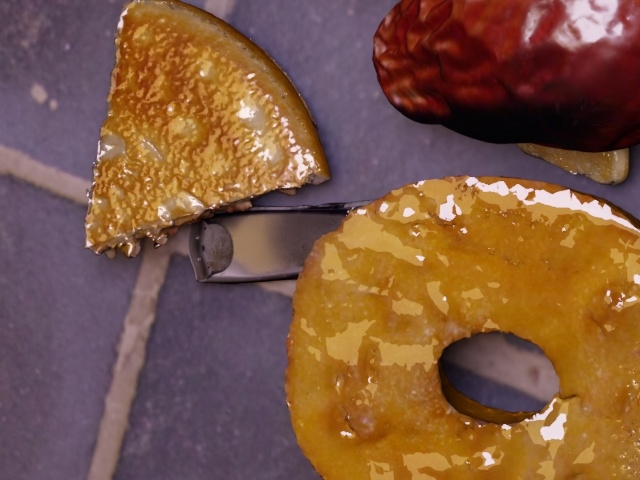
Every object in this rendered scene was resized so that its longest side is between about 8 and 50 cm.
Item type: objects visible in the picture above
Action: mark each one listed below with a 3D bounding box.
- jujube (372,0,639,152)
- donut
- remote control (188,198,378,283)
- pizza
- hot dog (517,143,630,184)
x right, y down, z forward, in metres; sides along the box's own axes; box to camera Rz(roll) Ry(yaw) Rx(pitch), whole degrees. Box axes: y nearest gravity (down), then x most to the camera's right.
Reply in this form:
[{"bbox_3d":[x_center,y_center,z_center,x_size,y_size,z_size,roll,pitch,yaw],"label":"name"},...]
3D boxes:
[{"bbox_3d":[0.141,-0.125,1.127,0.236,0.168,0.168,-11,91,42],"label":"jujube"},{"bbox_3d":[0.122,0.078,1.173,0.278,0.108,0.277,4,104,17],"label":"donut"},{"bbox_3d":[0.000,0.000,1.284,0.212,0.028,0.059,-4,97,26],"label":"remote control"},{"bbox_3d":[-0.106,-0.071,1.307,0.193,0.053,0.201,-41,78,13],"label":"pizza"},{"bbox_3d":[0.172,-0.062,1.190,0.090,0.034,0.030,25,119,41],"label":"hot dog"}]
